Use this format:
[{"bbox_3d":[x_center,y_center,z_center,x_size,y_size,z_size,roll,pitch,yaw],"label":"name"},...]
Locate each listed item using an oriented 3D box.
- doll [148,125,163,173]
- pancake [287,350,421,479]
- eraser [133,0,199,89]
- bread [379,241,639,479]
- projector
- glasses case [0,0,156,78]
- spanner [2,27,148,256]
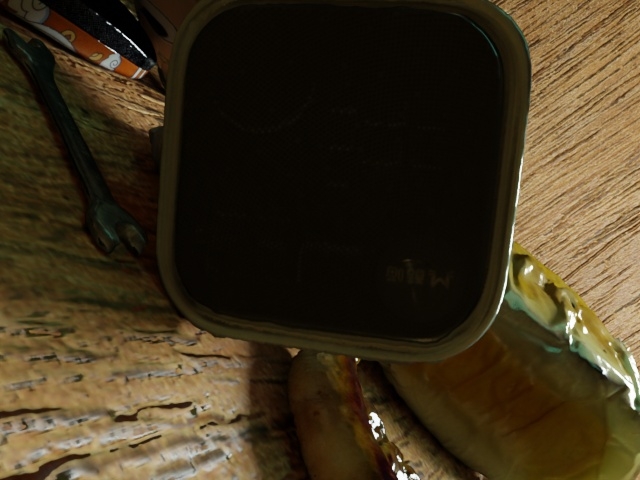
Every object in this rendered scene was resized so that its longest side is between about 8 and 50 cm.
[{"bbox_3d":[-0.122,-0.082,0.649,0.094,0.079,0.180,33,2,-8],"label":"doll"},{"bbox_3d":[0.042,0.168,0.499,0.257,0.056,0.212,53,13,17],"label":"pancake"},{"bbox_3d":[-0.122,-0.225,0.735,0.171,0.087,0.290,38,-12,-3],"label":"eraser"},{"bbox_3d":[0.220,0.140,0.793,0.388,0.236,0.183,47,14,-10],"label":"bread"},{"bbox_3d":[0.033,-0.053,0.555,0.248,0.249,0.249,6,4,13],"label":"projector"},{"bbox_3d":[-0.259,-0.240,0.635,0.103,0.067,0.266,53,13,27],"label":"glasses case"},{"bbox_3d":[-0.196,-0.084,0.516,0.254,0.015,0.054,56,16,28],"label":"spanner"}]
